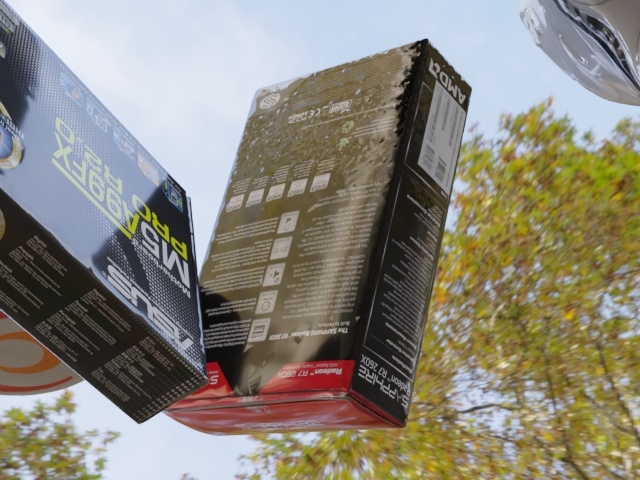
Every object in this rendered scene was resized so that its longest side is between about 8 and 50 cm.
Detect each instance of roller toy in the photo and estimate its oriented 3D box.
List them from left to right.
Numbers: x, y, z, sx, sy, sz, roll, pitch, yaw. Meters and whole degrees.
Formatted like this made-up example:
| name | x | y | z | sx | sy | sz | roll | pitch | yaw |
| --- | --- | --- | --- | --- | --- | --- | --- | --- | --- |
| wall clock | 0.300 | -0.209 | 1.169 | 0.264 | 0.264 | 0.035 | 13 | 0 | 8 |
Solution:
| name | x | y | z | sx | sy | sz | roll | pitch | yaw |
| --- | --- | --- | --- | --- | --- | --- | --- | --- | --- |
| roller toy | -0.291 | 0.048 | 1.078 | 0.209 | 0.191 | 0.146 | 0 | -128 | -13 |

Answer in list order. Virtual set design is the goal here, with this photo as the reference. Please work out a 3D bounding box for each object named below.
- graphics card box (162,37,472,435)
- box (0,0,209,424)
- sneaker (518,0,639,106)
| name | x | y | z | sx | sy | sz | roll | pitch | yaw |
| --- | --- | --- | --- | --- | --- | --- | --- | --- | --- |
| graphics card box | 0.000 | 0.000 | 1.045 | 0.233 | 0.094 | 0.371 | -12 | -126 | 39 |
| box | -0.179 | -0.042 | 0.697 | 0.060 | 0.216 | 0.270 | -33 | -56 | 12 |
| sneaker | 0.146 | -0.213 | 0.661 | 0.137 | 0.210 | 0.366 | -37 | -88 | 5 |
